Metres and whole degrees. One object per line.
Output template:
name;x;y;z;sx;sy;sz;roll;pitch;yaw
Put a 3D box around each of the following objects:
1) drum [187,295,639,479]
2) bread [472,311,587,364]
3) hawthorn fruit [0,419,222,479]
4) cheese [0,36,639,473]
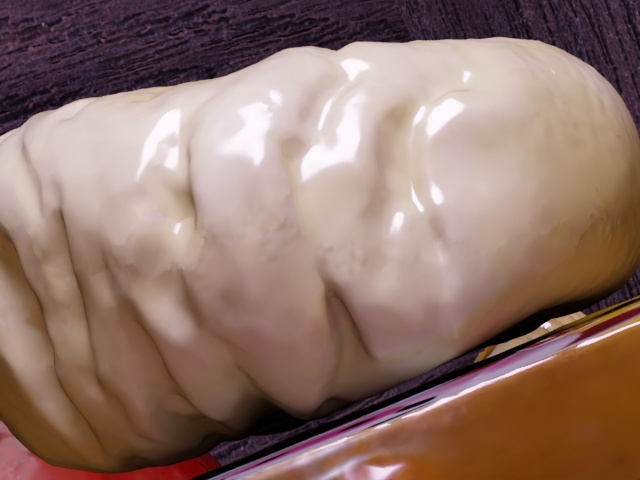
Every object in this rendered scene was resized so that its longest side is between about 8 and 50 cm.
drum;0.058;0.140;0.501;0.431;0.214;0.431;-23;-5;-2
bread;0.093;0.156;0.958;0.227;0.142;0.253;-46;-7;-32
hawthorn fruit;-0.142;0.204;0.883;0.316;0.316;0.316;-23;-4;-2
cheese;0.000;0.000;0.599;0.214;0.117;0.226;-19;-6;42
